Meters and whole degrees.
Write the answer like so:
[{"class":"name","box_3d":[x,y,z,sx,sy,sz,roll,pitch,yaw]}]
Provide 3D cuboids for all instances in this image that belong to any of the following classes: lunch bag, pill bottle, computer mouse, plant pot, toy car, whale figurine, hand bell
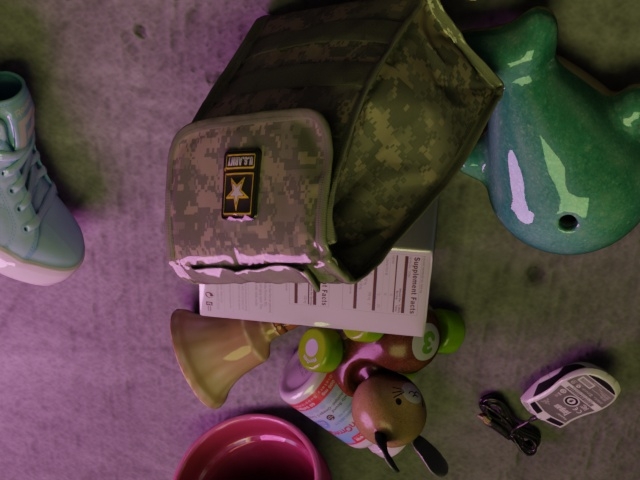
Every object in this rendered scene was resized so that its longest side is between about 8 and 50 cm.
[{"class":"lunch bag","box_3d":[-0.008,-0.080,1.532,0.235,0.287,0.169,-2,140,47]},{"class":"pill bottle","box_3d":[0.034,0.193,1.967,0.160,0.087,0.087,37,129,-24]},{"class":"computer mouse","box_3d":[0.280,0.189,1.956,0.106,0.042,0.193,39,133,-19]},{"class":"plant pot","box_3d":[-0.066,0.344,2.071,0.201,0.201,0.180,-7,147,16]},{"class":"toy car","box_3d":[0.086,0.173,1.836,0.155,0.188,0.149,11,142,-42]},{"class":"whale figurine","box_3d":[0.227,-0.097,1.619,0.216,0.141,0.272,-15,129,23]},{"class":"hand bell","box_3d":[-0.037,0.093,1.891,0.242,0.126,0.126,-23,127,14]}]

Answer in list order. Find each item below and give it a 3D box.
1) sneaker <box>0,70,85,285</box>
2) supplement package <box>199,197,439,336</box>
[{"class":"sneaker","box_3d":[-0.347,-0.095,1.725,0.150,0.135,0.366,-20,128,30]},{"class":"supplement package","box_3d":[0.000,0.000,1.753,0.244,0.139,0.134,5,135,3]}]
